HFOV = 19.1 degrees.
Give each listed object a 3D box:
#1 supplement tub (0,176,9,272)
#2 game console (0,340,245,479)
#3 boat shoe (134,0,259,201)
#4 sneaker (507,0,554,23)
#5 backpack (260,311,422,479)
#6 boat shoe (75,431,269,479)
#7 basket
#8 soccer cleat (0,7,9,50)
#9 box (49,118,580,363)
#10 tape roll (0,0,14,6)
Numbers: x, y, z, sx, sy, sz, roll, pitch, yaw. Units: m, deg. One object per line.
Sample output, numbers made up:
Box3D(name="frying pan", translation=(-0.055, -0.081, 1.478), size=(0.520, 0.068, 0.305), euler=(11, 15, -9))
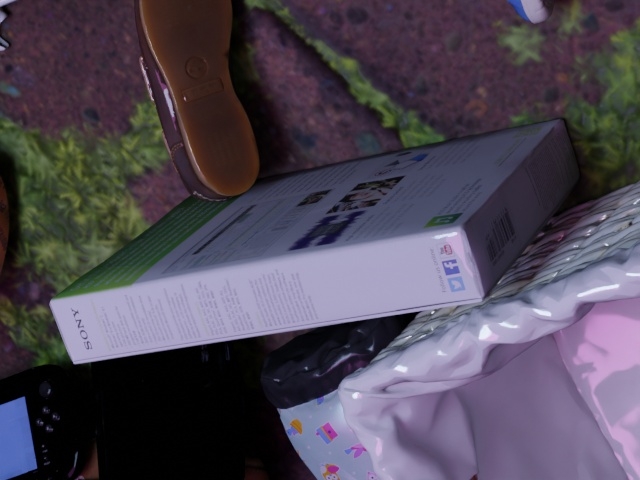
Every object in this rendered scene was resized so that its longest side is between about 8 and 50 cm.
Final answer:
Box3D(name="supplement tub", translation=(-0.427, -0.023, 1.551), size=(0.316, 0.193, 0.193), euler=(12, 117, 18))
Box3D(name="game console", translation=(-0.212, 0.164, 1.556), size=(0.361, 0.044, 0.213), euler=(-21, 64, 30))
Box3D(name="boat shoe", translation=(-0.101, -0.129, 1.425), size=(0.073, 0.073, 0.207), euler=(176, 84, -67))
Box3D(name="sneaker", translation=(0.098, -0.210, 1.312), size=(0.085, 0.058, 0.152), euler=(-23, 98, 24))
Box3D(name="backpack", translation=(0.048, 0.148, 1.464), size=(0.152, 0.115, 0.182), euler=(-26, 103, 28))
Box3D(name="boat shoe", translation=(-0.167, 0.213, 1.606), size=(0.307, 0.111, 0.104), euler=(4, 84, 31))
Box3D(name="basket", translation=(0.255, 0.127, 1.274), size=(0.331, 0.266, 0.328), euler=(-25, 101, 31))
Box3D(name="soccer cleat", translation=(-0.265, -0.187, 1.505), size=(0.036, 0.029, 0.083), euler=(5, 118, 12))
Box3D(name="box", translation=(0.000, 0.000, 1.350), size=(0.322, 0.232, 0.058), euler=(-9, 107, 27))
Box3D(name="tape roll", translation=(-0.214, -0.263, 1.320), size=(0.246, 0.246, 0.169), euler=(-17, 104, 29))
